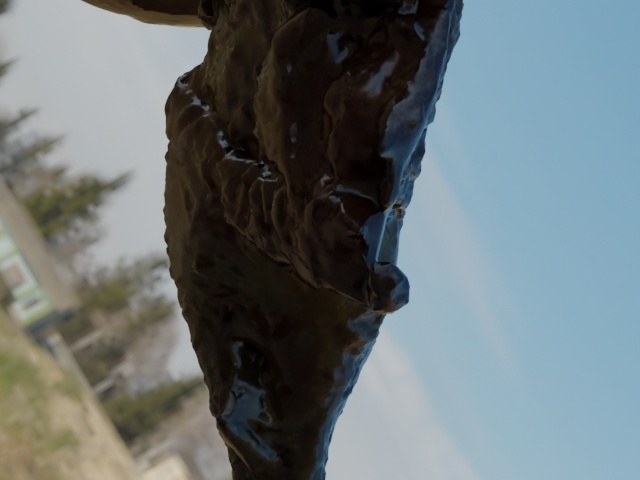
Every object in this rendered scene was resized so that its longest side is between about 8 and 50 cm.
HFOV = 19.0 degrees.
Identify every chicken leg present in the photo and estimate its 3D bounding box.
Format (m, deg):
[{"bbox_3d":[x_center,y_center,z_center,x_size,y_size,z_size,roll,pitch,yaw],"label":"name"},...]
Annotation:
[{"bbox_3d":[-0.003,-0.007,0.651,0.177,0.083,0.322,-104,-159,-44],"label":"chicken leg"}]

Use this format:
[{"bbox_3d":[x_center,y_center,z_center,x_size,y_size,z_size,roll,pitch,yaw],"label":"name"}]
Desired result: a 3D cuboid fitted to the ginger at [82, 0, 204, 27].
[{"bbox_3d":[0.027,-0.162,0.864,0.133,0.309,0.107,-70,143,-59],"label":"ginger"}]
